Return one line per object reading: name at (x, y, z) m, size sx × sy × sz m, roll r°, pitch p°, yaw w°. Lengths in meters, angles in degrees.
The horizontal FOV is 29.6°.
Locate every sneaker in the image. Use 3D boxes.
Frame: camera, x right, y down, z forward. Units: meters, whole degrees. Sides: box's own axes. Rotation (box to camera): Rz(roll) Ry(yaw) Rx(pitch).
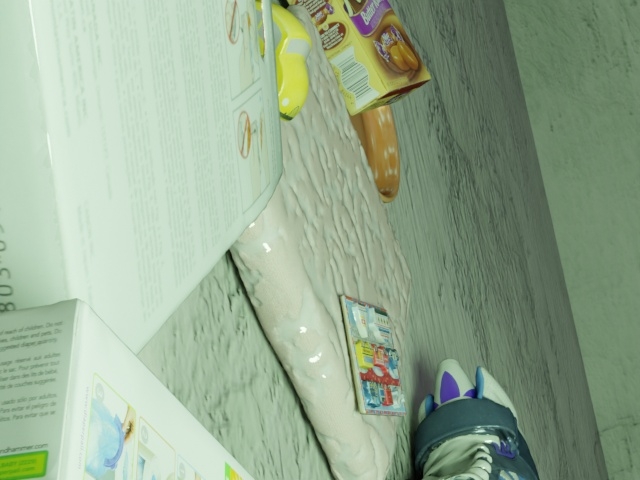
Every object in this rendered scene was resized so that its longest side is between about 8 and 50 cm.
sneaker at (0.127, 0.222, 1.179) m, size 0.323 × 0.130 × 0.236 m, roll 33°, pitch 36°, yaw -58°

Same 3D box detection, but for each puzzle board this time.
puzzle board at (0.048, 0.099, 1.019) m, size 0.128 × 0.011 × 0.096 m, roll 26°, pitch 53°, yaw -70°

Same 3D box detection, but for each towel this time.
towel at (0.000, 0.000, 1.047) m, size 0.317 × 0.053 × 0.332 m, roll -77°, pitch 149°, yaw -56°

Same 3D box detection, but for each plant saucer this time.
plant saucer at (0.035, -0.133, 1.274) m, size 0.200 × 0.037 × 0.200 m, roll -14°, pitch 90°, yaw -71°

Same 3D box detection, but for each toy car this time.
toy car at (-0.073, -0.223, 0.933) m, size 0.239 × 0.053 × 0.225 m, roll 52°, pitch 17°, yaw -20°

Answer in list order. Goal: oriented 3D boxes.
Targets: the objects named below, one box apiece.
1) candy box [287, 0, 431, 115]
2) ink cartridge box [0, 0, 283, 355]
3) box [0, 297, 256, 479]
candy box at (0.026, -0.221, 1.187) m, size 0.187 × 0.053 × 0.109 m, roll 60°, pitch 31°, yaw 2°
ink cartridge box at (-0.110, -0.130, 0.656) m, size 0.385 × 0.091 × 0.308 m, roll -60°, pitch 147°, yaw -68°
box at (-0.108, 0.122, 0.503) m, size 0.203 × 0.114 × 0.103 m, roll 60°, pitch 25°, yaw -54°
